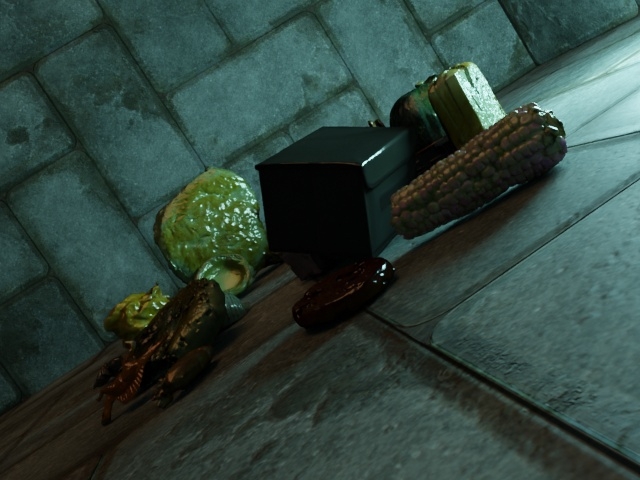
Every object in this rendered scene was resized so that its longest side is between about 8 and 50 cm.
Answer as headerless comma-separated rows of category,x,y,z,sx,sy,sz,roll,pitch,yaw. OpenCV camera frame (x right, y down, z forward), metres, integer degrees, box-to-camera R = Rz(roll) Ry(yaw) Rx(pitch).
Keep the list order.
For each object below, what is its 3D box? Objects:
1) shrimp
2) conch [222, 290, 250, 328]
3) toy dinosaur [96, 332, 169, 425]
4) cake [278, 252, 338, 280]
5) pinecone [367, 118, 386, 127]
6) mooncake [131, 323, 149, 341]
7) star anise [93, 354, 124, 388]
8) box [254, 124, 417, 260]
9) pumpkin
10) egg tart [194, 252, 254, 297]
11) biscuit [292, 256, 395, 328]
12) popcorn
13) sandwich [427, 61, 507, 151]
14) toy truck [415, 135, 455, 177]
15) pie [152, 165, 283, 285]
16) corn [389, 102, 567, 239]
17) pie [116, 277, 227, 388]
shrimp,-0.268,0.267,1.246,0.132,0.052,0.187,-51,-7,23
conch,-0.268,0.181,1.666,0.153,0.102,0.135,-31,20,5
toy dinosaur,-0.405,0.288,1.373,0.212,0.057,0.142,-38,39,29
cake,0.000,0.000,1.623,0.113,0.115,0.295,-28,8,34
pinecone,0.262,-0.321,2.193,0.310,0.243,0.244,7,0,-9
mooncake,-0.427,0.267,1.751,0.169,0.104,0.175,-30,8,-9
star anise,-0.653,0.402,2.026,0.129,0.056,0.124,-47,-2,37
box,0.052,-0.119,1.440,0.251,0.204,0.345,4,23,26
pumpkin,0.318,-0.330,1.926,0.197,0.263,0.293,-31,11,3
egg tart,-0.305,0.127,2.050,0.197,0.197,0.078,-37,-35,-34
biscuit,0.038,0.086,1.075,0.192,0.049,0.192,-29,12,7
popcorn,-0.517,0.250,1.981,0.254,0.191,0.190,-25,18,-12
sandwich,0.369,-0.311,1.589,0.095,0.248,0.273,-27,8,31
toy truck,0.277,-0.188,1.759,0.253,0.107,0.114,-30,5,12
pie,-0.362,-0.020,2.208,0.395,0.418,0.180,-34,5,-23
corn,0.275,-0.112,1.151,0.335,0.126,0.126,-34,5,19
pie,-0.342,0.216,1.518,0.371,0.078,0.296,-33,24,34
